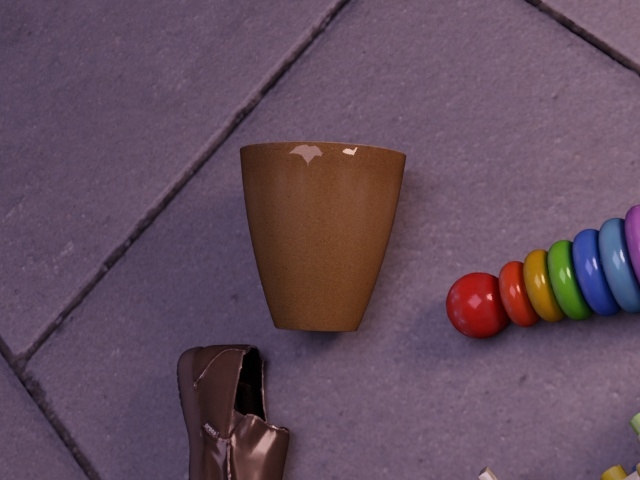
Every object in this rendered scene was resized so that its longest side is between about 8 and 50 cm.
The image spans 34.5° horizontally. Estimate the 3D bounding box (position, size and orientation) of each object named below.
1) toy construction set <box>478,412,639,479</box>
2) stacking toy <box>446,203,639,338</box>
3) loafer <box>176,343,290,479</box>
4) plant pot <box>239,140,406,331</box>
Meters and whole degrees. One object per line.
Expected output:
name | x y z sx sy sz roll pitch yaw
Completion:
toy construction set | 0.338 0.293 1.175 0.328 0.215 0.151 -24 63 17
stacking toy | 0.317 0.050 1.335 0.330 0.141 0.141 -17 65 27
loafer | -0.108 0.298 1.446 0.130 0.134 0.366 -26 63 17
plant pot | 0.000 0.000 1.464 0.237 0.237 0.254 0 86 27
